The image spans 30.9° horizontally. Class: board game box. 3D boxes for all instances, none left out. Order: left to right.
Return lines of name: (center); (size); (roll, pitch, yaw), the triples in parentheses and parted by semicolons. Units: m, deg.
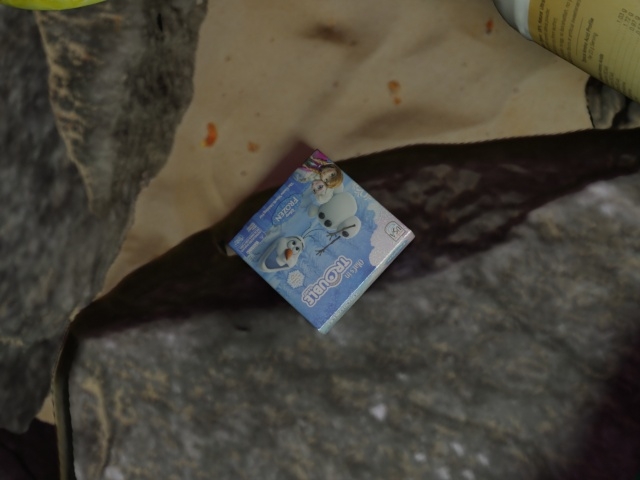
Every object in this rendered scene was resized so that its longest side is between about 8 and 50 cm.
board game box: (0.000, 0.000, 0.777); (0.090, 0.020, 0.090); (42, 89, 18)

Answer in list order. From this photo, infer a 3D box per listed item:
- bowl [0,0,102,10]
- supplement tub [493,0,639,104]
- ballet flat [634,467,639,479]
bowl: (-0.210, -0.331, 0.839); (0.289, 0.156, 0.289); (-3, 75, 13)
supplement tub: (0.237, -0.177, 0.653); (0.316, 0.228, 0.228); (36, 87, 19)
ballet flat: (0.198, 0.174, 0.663); (0.077, 0.077, 0.231); (34, 84, 2)
